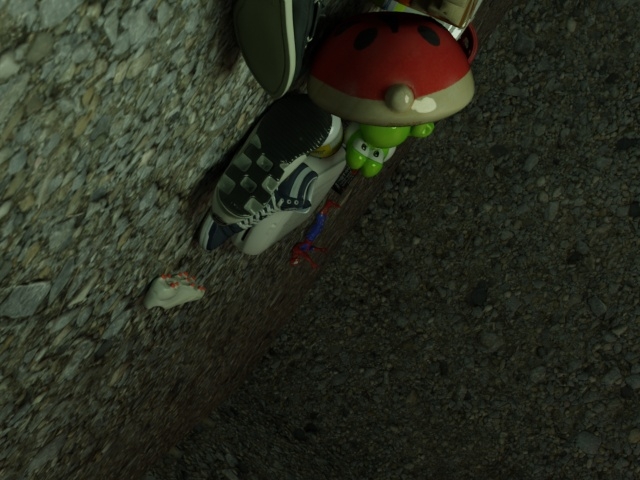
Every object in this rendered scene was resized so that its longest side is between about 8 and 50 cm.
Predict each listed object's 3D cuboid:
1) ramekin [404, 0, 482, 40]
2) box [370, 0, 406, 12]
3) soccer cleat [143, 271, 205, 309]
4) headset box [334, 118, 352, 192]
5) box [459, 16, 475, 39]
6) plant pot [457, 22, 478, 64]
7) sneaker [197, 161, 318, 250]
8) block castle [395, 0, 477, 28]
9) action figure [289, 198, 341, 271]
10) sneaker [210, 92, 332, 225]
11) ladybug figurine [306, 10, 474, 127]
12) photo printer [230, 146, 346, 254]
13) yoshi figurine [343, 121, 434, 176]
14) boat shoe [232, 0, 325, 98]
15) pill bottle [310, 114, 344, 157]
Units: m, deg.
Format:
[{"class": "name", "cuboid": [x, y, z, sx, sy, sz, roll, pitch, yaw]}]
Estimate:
[{"class": "ramekin", "cuboid": [0.268, -0.542, 1.637, 0.277, 0.135, 0.277, -52, 172, -11]}, {"class": "box", "cuboid": [0.161, -0.528, 1.417, 0.109, 0.042, 0.178, -57, 171, 23]}, {"class": "soccer cleat", "cuboid": [-0.311, 0.110, 1.455, 0.076, 0.068, 0.196, -49, 166, 7]}, {"class": "headset box", "cuboid": [0.093, -0.281, 1.860, 0.293, 0.110, 0.218, -53, 172, 2]}, {"class": "box", "cuboid": [0.379, -0.617, 2.103, 0.170, 0.091, 0.130, -52, 172, -4]}, {"class": "plant pot", "cuboid": [0.310, -0.507, 1.860, 0.191, 0.191, 0.174, -51, 179, -10]}, {"class": "sneaker", "cuboid": [-0.122, -0.064, 1.422, 0.282, 0.153, 0.099, -53, 172, 2]}, {"class": "block castle", "cuboid": [0.186, -0.513, 1.064, 0.453, 0.213, 0.303, -50, 163, -70]}, {"class": "action figure", "cuboid": [0.000, 0.000, 2.508, 0.280, 0.139, 0.091, -51, 171, 10]}, {"class": "sneaker", "cuboid": [-0.108, -0.157, 1.329, 0.330, 0.122, 0.146, -49, -170, -28]}, {"class": "ladybug figurine", "cuboid": [0.126, -0.323, 1.252, 0.449, 0.305, 0.161, -98, -174, -66]}, {"class": "photo printer", "cuboid": [-0.081, -0.104, 1.640, 0.256, 0.107, 0.307, -54, 172, 33]}, {"class": "yoshi figurine", "cuboid": [0.150, -0.295, 1.552, 0.362, 0.204, 0.203, -74, 159, -45]}, {"class": "boat shoe", "cuboid": [-0.041, -0.317, 0.884, 0.113, 0.127, 0.340, -37, 158, -18]}, {"class": "pill bottle", "cuboid": [-0.005, -0.246, 1.486, 0.103, 0.103, 0.184, -52, 172, -1]}]
